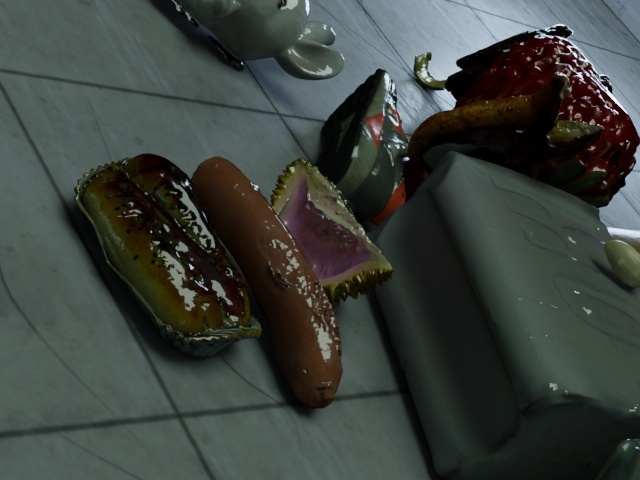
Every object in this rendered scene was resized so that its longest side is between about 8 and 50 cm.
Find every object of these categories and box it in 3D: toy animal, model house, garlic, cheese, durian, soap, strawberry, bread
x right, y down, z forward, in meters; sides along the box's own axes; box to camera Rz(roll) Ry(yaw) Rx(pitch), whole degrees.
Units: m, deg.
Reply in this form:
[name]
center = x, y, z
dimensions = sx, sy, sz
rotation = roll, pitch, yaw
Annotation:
[toy animal]
center = -0.112, -0.362, 1.848
dimensions = 0.325, 0.154, 0.208
rotation = 39, 19, -24
[model house]
center = 0.356, -0.248, 2.253
dimensions = 0.317, 0.297, 0.282
rotation = -28, 56, -21
[garlic]
center = 0.407, 0.035, 1.610
dimensions = 0.083, 0.041, 0.053
rotation = 35, 15, -40
[cheese]
center = 0.200, -0.311, 2.275
dimensions = 0.084, 0.041, 0.060
rotation = 54, 34, -9
[durian]
center = 0.002, 0.001, 1.500
dimensions = 0.182, 0.132, 0.165
rotation = 36, 21, -2
[soap]
center = 0.269, 0.122, 1.579
dimensions = 0.350, 0.213, 0.435
rotation = 24, 34, -32
[strawberry]
center = 0.318, -0.177, 1.886
dimensions = 0.295, 0.317, 0.345
rotation = 7, 53, -11
[bread]
center = 0.247, -0.144, 1.676
dimensions = 0.139, 0.269, 0.095
rotation = 50, 33, -32

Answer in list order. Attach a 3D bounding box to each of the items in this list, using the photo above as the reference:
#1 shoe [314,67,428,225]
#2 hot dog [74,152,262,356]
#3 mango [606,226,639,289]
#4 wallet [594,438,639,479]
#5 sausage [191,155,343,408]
[shoe]
center = 0.097, -0.127, 1.809
dimensions = 0.171, 0.132, 0.336
rotation = 39, 30, -14
[hot dog]
center = -0.163, 0.011, 1.332
dimensions = 0.162, 0.082, 0.270
rotation = -5, 53, -52
[mango]
center = 0.524, 0.099, 1.926
dimensions = 0.378, 0.221, 0.264
rotation = 23, 37, -12
[wallet]
center = 0.412, 0.347, 1.428
dimensions = 0.360, 0.252, 0.083
rotation = 17, 6, -39
[sausage]
center = -0.053, 0.042, 1.399
dimensions = 0.087, 0.079, 0.326
rotation = -24, 67, -15
